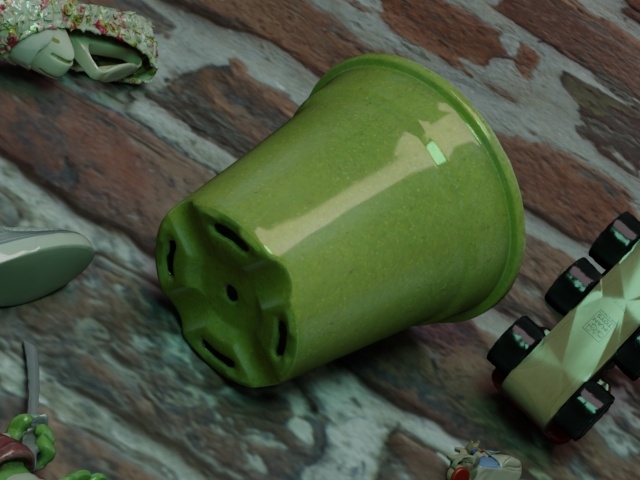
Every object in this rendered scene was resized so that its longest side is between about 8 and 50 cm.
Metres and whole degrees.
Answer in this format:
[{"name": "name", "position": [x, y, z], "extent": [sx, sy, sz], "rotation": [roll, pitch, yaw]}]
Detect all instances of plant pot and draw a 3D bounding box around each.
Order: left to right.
[{"name": "plant pot", "position": [0.000, 0.000, 1.462], "extent": [0.254, 0.276, 0.276], "rotation": [-30, 66, -39]}]

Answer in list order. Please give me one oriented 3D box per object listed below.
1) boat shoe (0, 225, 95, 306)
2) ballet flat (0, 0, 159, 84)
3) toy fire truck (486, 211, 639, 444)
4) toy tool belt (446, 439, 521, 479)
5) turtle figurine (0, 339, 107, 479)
[{"name": "boat shoe", "position": [-0.300, 0.010, 1.360], "extent": [0.228, 0.079, 0.081], "rotation": [-11, 57, -39]}, {"name": "ballet flat", "position": [-0.250, -0.199, 1.622], "extent": [0.241, 0.091, 0.077], "rotation": [-3, 60, -48]}, {"name": "toy fire truck", "position": [0.265, 0.090, 1.615], "extent": [0.158, 0.217, 0.246], "rotation": [43, -4, 16]}, {"name": "toy tool belt", "position": [0.140, 0.210, 1.473], "extent": [0.083, 0.052, 0.051], "rotation": [8, 11, -33]}, {"name": "turtle figurine", "position": [-0.230, 0.114, 1.167], "extent": [0.266, 0.197, 0.275], "rotation": [35, 38, 28]}]
